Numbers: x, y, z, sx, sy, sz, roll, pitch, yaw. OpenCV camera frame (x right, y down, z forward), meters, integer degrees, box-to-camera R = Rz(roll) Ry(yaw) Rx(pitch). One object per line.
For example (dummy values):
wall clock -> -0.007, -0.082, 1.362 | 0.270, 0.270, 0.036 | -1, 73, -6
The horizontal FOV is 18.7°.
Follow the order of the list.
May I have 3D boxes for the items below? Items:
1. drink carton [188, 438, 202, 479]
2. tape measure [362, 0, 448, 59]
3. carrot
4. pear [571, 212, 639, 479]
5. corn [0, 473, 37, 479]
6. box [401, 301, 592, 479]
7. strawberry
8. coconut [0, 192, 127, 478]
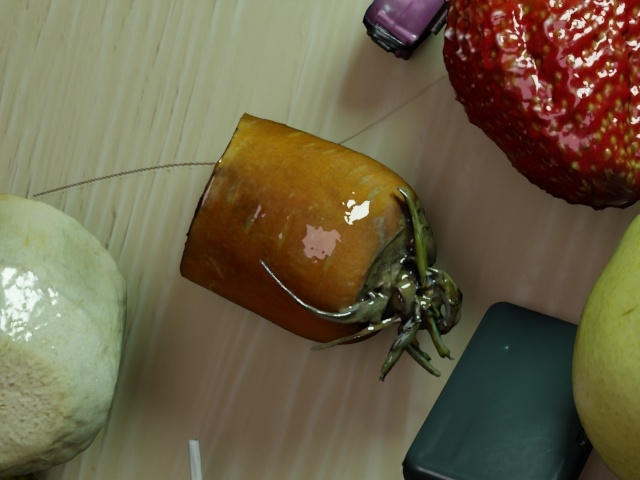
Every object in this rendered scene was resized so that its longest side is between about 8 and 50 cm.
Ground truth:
drink carton -> -0.121, 0.308, 2.028 | 0.084, 0.074, 0.200 | -3, 83, 19
tape measure -> 0.098, -0.241, 1.979 | 0.074, 0.125, 0.118 | 37, 102, 1
carrot -> 0.000, 0.000, 1.946 | 0.331, 0.214, 0.193 | 25, 95, 17
pear -> 0.377, 0.094, 1.751 | 0.309, 0.309, 0.309 | -2, 84, 20
corn -> -0.287, 0.347, 2.075 | 0.097, 0.097, 0.320 | -42, 72, 12
box -> 0.191, 0.167, 1.877 | 0.160, 0.050, 0.230 | 18, 52, 20
strawberry -> 0.245, -0.162, 1.849 | 0.250, 0.238, 0.288 | -22, 53, 27
coconut -> -0.344, 0.093, 2.031 | 0.328, 0.329, 0.329 | -2, 84, 20
